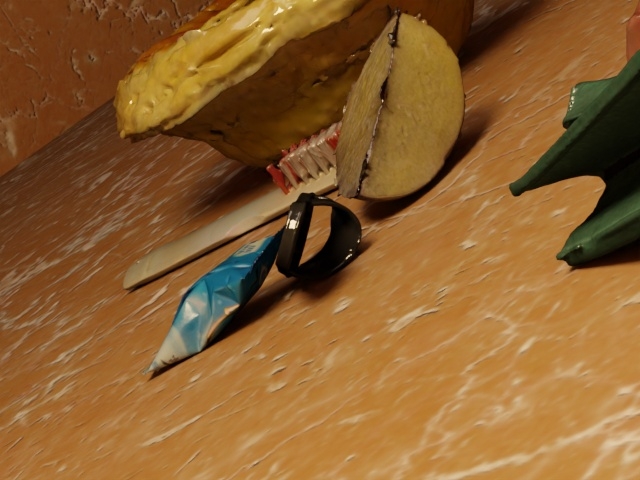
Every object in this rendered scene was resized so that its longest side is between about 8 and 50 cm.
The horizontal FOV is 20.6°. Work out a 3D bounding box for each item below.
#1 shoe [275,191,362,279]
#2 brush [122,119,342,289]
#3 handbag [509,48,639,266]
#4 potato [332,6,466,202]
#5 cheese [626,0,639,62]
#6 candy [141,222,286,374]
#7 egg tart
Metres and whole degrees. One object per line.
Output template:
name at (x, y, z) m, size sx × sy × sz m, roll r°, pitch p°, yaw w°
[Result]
shoe at (0.000, 0.000, 1.204) m, size 0.053 × 0.062 × 0.159 m, roll 12°, pitch 2°, yaw 4°
brush at (-0.050, -0.040, 1.509) m, size 0.321 × 0.050 × 0.060 m, roll -27°, pitch 17°, yaw 29°
handbag at (0.255, -0.127, 0.896) m, size 0.326 × 0.089 × 0.238 m, roll -39°, pitch -1°, yaw -24°
potato at (0.066, -0.076, 1.328) m, size 0.100 × 0.089 × 0.172 m, roll 131°, pitch 154°, yaw -55°
cheese at (0.304, -0.209, 1.154) m, size 0.177 × 0.203 × 0.128 m, roll 11°, pitch 29°, yaw 26°
candy at (-0.077, 0.043, 1.244) m, size 0.136 × 0.038 × 0.088 m, roll -44°, pitch 7°, yaw 27°
egg tart at (0.003, -0.194, 1.673) m, size 0.443 × 0.178 × 0.443 m, roll -33°, pitch 11°, yaw 7°
